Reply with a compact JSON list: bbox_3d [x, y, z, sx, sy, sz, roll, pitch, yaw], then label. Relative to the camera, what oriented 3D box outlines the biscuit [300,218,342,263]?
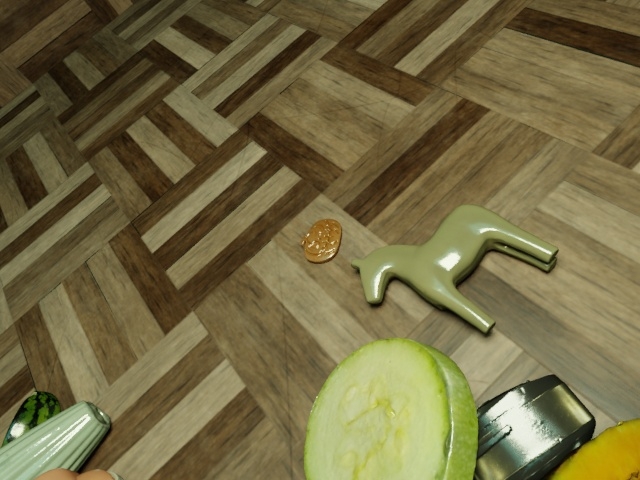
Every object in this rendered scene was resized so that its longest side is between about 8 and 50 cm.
[{"bbox_3d":[0.000,0.000,0.864,0.078,0.015,0.091,-4,57,21],"label":"biscuit"}]

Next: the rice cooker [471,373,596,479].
[{"bbox_3d":[0.231,0.229,0.549,0.165,0.112,0.106,-44,58,-1],"label":"rice cooker"}]

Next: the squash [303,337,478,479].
[{"bbox_3d":[0.073,0.240,0.589,0.252,0.049,0.252,-34,40,35],"label":"squash"}]

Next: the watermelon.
[{"bbox_3d":[-0.523,0.338,0.837,0.087,0.069,0.163,-8,54,18],"label":"watermelon"}]

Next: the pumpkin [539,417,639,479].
[{"bbox_3d":[0.325,0.283,0.471,0.312,0.148,0.169,21,37,5],"label":"pumpkin"}]

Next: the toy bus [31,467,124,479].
[{"bbox_3d":[-0.329,0.440,0.622,0.288,0.194,0.232,23,58,34],"label":"toy bus"}]

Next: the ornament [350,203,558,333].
[{"bbox_3d":[0.185,0.039,0.727,0.230,0.061,0.245,-47,54,-8],"label":"ornament"}]

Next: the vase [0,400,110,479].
[{"bbox_3d":[-0.459,0.366,0.760,0.248,0.128,0.128,-42,51,-20],"label":"vase"}]
